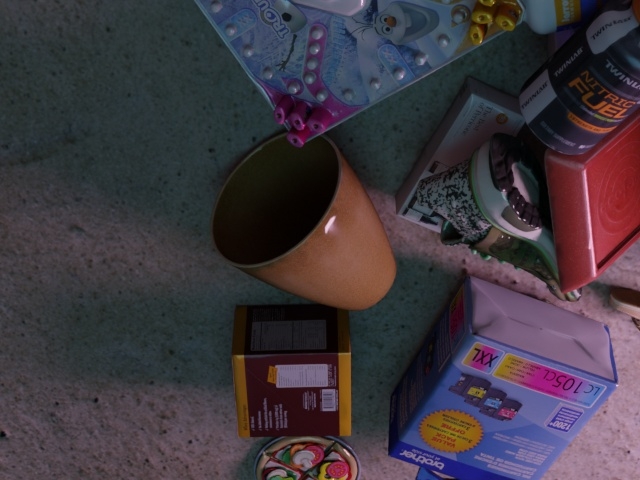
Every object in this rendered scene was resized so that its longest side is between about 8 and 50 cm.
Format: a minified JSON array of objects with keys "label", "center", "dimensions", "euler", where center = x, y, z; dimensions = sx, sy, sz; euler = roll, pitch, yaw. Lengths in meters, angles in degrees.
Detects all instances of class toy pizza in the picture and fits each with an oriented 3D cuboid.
[{"label":"toy pizza","center":[-0.025,0.436,2.226],"dimensions":[0.201,0.032,0.201],"euler":[0,125,0]}]

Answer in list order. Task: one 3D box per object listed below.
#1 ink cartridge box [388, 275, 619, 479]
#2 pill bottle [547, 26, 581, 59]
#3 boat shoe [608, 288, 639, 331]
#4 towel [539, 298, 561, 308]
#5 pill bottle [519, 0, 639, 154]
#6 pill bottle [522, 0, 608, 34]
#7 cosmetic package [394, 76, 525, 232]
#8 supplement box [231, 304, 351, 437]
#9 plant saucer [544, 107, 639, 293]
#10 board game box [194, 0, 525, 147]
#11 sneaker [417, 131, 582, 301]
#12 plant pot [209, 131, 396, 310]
[{"label":"ink cartridge box","center":[0.286,0.277,2.024],"dimensions":[0.270,0.151,0.395],"euler":[19,131,-9]},{"label":"pill bottle","center":[0.422,-0.276,1.677],"dimensions":[0.193,0.108,0.108],"euler":[-3,125,2]},{"label":"boat shoe","center":[0.553,0.130,1.993],"dimensions":[0.170,0.063,0.059],"euler":[17,118,-13]},{"label":"towel","center":[0.373,0.167,2.040],"dimensions":[0.110,0.027,0.148],"euler":[28,122,-18]},{"label":"pill bottle","center":[0.378,-0.228,1.548],"dimensions":[0.130,0.130,0.246],"euler":[24,141,-16]},{"label":"pill bottle","center":[0.341,-0.362,1.590],"dimensions":[0.272,0.152,0.152],"euler":[-13,124,8]},{"label":"cosmetic package","center":[0.211,-0.123,1.814],"dimensions":[0.099,0.060,0.239],"euler":[20,123,-15]},{"label":"supplement box","center":[-0.047,0.221,2.015],"dimensions":[0.194,0.129,0.191],"euler":[-1,126,0]},{"label":"plant saucer","center":[0.435,-0.081,1.751],"dimensions":[0.048,0.258,0.259],"euler":[22,138,42]},{"label":"board game box","center":[0.006,-0.355,1.568],"dimensions":[0.390,0.050,0.390],"euler":[-27,110,30]},{"label":"sneaker","center":[0.279,-0.024,1.818],"dimensions":[0.182,0.158,0.410],"euler":[-9,147,30]},{"label":"plant pot","center":[0.000,0.000,1.819],"dimensions":[0.237,0.237,0.254],"euler":[-29,134,19]}]
